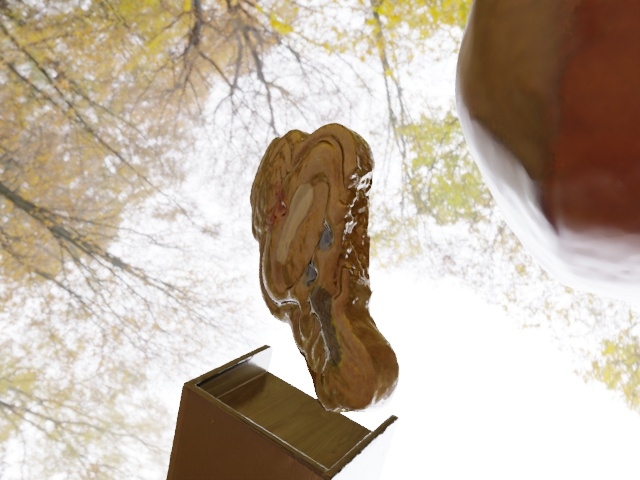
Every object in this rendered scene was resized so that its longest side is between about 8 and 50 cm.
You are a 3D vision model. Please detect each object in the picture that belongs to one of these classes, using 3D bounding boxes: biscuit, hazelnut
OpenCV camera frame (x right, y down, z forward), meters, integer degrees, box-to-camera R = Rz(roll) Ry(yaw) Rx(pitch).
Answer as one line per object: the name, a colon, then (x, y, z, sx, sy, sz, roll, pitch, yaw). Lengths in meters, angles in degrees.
biscuit: (-0.005, 0.008, 0.550, 0.183, 0.047, 0.320, -51, -139, 42)
hazelnut: (0.280, -0.113, 0.455, 0.365, 0.366, 0.366, -16, -131, 19)

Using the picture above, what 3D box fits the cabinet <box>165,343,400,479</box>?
cabinet: (-0.047, 0.253, 0.630, 0.174, 0.148, 0.215, 23, -70, 28)
